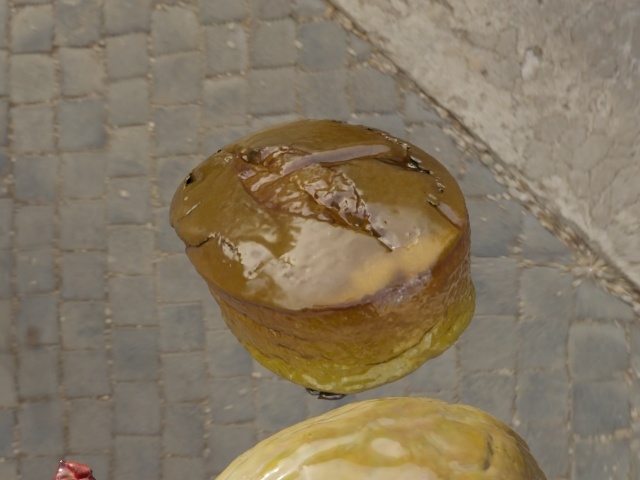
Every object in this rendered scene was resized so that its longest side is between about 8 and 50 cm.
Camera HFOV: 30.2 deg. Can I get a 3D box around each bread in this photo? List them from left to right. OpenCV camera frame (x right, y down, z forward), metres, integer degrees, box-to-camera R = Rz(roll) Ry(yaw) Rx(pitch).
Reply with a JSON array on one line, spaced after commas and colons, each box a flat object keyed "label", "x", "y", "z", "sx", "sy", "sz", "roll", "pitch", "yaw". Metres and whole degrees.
[{"label": "bread", "x": 0.000, "y": 0.000, "z": 0.907, "sx": 0.195, "sy": 0.269, "sz": 0.143, "roll": -32, "pitch": 123, "yaw": -18}]

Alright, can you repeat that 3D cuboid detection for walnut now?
[{"label": "walnut", "x": 0.016, "y": 0.095, "z": 0.338, "sx": 0.124, "sy": 0.105, "sz": 0.105, "roll": -11, "pitch": 85, "yaw": -22}]

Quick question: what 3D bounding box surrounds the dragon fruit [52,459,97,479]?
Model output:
[{"label": "dragon fruit", "x": -0.124, "y": 0.159, "z": 0.578, "sx": 0.097, "sy": 0.063, "sz": 0.131, "roll": -39, "pitch": 47, "yaw": 31}]
